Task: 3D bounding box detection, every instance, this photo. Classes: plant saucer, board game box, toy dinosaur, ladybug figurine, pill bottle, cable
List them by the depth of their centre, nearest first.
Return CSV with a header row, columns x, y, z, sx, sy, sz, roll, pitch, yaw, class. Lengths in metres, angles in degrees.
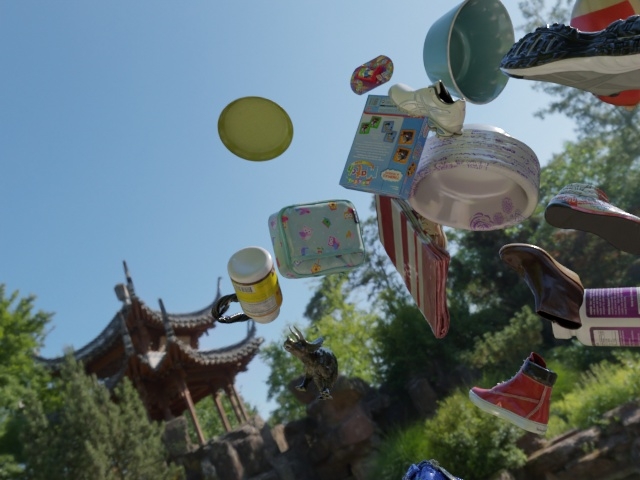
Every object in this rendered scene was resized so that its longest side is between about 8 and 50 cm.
x,y,z,sx,sy,sz,roll,pitch,yaw,class
0.140,-0.201,1.115,0.039,0.160,0.212,25,-97,-51,board game box
-0.165,0.125,1.390,0.117,0.117,0.215,-23,-43,-12,pill bottle
0.008,0.371,1.530,0.121,0.160,0.313,-2,-28,29,toy dinosaur
0.841,0.223,1.540,0.301,0.169,0.169,-5,-9,30,pill bottle
-0.239,0.209,1.577,0.150,0.047,0.184,-27,-30,-1,cable
-0.205,-0.358,1.681,0.240,0.037,0.241,-1,-45,-1,plant saucer
0.944,-0.631,1.728,0.161,0.449,0.305,-24,11,0,ladybug figurine
0.170,-0.585,1.836,0.168,0.133,0.033,-21,-32,23,board game box

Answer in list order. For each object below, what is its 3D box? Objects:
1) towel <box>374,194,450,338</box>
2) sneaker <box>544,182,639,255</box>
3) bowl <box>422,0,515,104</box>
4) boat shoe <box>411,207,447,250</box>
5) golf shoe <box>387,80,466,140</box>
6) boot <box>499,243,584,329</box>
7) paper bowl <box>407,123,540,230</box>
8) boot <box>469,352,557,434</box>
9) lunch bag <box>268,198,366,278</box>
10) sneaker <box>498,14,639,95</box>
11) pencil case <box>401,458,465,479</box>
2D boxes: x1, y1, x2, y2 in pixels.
x,y,z,sx,sy,sz,roll,pitch,yaw,class
0.193,0.020,1.147,0.037,0.329,0.237,-17,-48,-7,towel
0.698,-0.062,1.277,0.145,0.270,0.090,-40,-40,-39,sneaker
0.430,-0.568,1.601,0.311,0.312,0.163,-12,17,-34,bowl
0.361,-0.046,1.840,0.123,0.324,0.116,-24,-44,35,boat shoe
0.198,-0.259,0.964,0.069,0.176,0.086,-24,-38,-34,golf shoe
0.604,0.120,1.452,0.207,0.248,0.090,-57,-11,-48,boot
0.340,-0.148,1.183,0.284,0.148,0.284,13,-26,6,paper bowl
0.480,0.358,1.321,0.088,0.176,0.244,18,-8,-23,boot
0.000,0.000,1.536,0.279,0.224,0.108,-8,-9,-30,lunch bag
0.398,-0.267,0.811,0.100,0.271,0.108,-54,-51,-12,sneaker
0.239,0.396,0.708,0.119,0.306,0.133,53,-125,-83,pencil case
